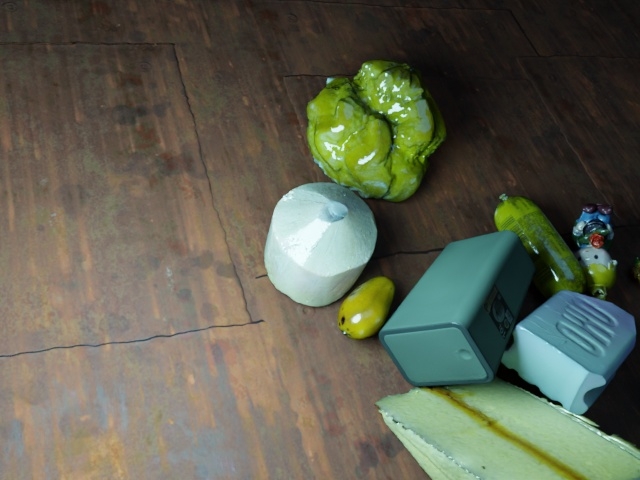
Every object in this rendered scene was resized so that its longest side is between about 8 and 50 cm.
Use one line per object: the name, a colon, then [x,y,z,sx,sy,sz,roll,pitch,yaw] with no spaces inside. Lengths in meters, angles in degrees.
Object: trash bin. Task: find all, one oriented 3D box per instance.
trash bin: [0.310,0.134,1.436,0.158,0.222,0.343,55,48,-18]

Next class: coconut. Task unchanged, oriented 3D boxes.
coconut: [0.000,0.000,1.424,0.239,0.244,0.239,9,52,-12]

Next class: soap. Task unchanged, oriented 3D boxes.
soap: [0.572,0.229,1.480,0.208,0.115,0.347,37,34,27]

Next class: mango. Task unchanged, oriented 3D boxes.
mango: [0.098,0.147,1.437,0.090,0.115,0.178,53,35,-17]

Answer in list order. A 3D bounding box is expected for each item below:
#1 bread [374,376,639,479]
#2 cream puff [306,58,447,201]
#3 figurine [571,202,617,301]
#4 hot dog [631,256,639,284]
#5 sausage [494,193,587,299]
bread: [0.382,0.385,1.306,0.345,0.242,0.405,-22,69,-34]
cream puff: [0.151,-0.305,1.677,0.378,0.275,0.378,9,56,-13]
figurine: [0.704,0.031,1.692,0.127,0.185,0.234,15,48,16]
hot dog: [0.903,0.125,1.760,0.055,0.072,0.188,-38,72,-13]
sausage: [0.556,0.023,1.677,0.123,0.123,0.347,-14,62,-27]
